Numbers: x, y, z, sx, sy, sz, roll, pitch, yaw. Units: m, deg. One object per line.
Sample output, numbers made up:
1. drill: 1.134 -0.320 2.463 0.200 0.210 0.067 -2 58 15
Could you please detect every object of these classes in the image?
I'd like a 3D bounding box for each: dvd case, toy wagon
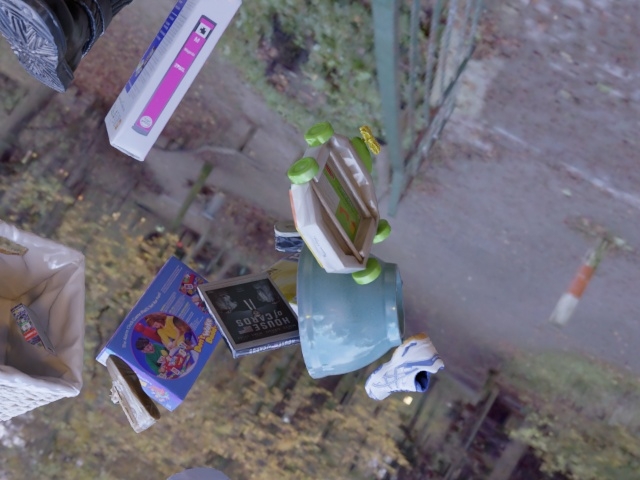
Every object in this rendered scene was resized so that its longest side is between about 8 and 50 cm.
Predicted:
1. dvd case: -0.156 0.162 1.868 0.179 0.030 0.239 -10 -142 -25
2. toy wagon: 0.046 -0.093 1.572 0.068 0.344 0.267 -15 124 28

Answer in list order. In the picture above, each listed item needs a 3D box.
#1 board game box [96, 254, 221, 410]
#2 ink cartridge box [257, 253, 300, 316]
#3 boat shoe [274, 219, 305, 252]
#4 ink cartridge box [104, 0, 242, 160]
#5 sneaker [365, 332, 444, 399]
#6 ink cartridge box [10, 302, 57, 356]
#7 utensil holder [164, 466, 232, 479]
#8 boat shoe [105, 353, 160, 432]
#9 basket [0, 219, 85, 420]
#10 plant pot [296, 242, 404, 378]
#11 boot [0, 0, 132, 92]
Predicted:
1. board game box: -0.386 0.234 2.159 0.233 0.347 0.078 37 135 -8
2. ink cartridge box: -0.075 0.100 2.152 0.307 0.072 0.303 13 -150 35
3. boat shoe: 0.000 0.000 2.072 0.233 0.079 0.084 3 -151 0
4. ink cartridge box: -0.217 -0.310 1.296 0.069 0.371 0.176 28 -170 -24
5. sneaker: 0.233 0.391 2.344 0.112 0.296 0.131 -16 -118 -41
6. ink cartridge box: -0.561 0.182 1.624 0.115 0.029 0.063 56 173 20
7. utensil holder: -0.223 0.748 1.882 0.385 0.328 0.327 27 174 47
8. boat shoe: -0.375 0.294 1.594 0.170 0.059 0.063 50 -173 28
9. basket: -0.678 0.158 1.655 0.266 0.331 0.328 -25 147 31
10. plant pot: 0.076 0.140 1.758 0.196 0.293 0.293 -5 166 11
11. boot: -0.438 -0.431 1.459 0.131 0.260 0.348 34 167 -8
